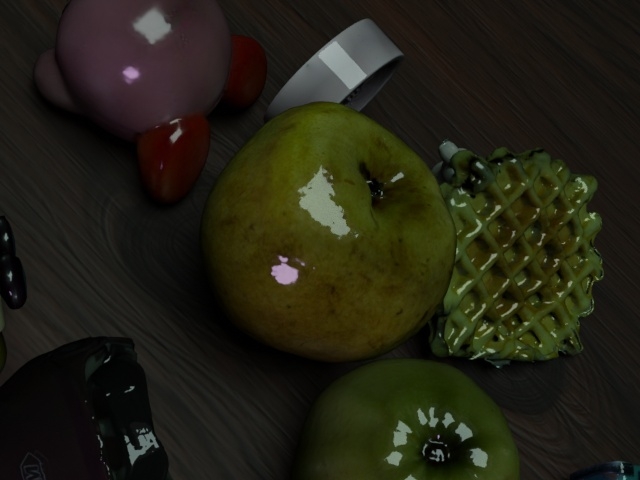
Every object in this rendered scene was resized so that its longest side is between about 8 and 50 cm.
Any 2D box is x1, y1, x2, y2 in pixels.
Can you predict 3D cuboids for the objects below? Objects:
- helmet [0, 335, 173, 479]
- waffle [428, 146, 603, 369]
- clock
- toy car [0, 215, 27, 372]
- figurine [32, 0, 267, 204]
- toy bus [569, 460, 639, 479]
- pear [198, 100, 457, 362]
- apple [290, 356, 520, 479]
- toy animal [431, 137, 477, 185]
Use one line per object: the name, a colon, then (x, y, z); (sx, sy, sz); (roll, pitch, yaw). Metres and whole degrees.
helmet: (-0.263, 0.220, 1.069); (0.177, 0.305, 0.224); (-14, 88, 2)
waffle: (0.257, 0.022, 1.402); (0.317, 0.073, 0.297); (4, 92, -35)
clock: (0.019, -0.201, 1.397); (0.068, 0.197, 0.197); (47, 61, 4)
toy car: (-0.416, 0.094, 1.126); (0.204, 0.198, 0.248); (-10, 33, -18)
figurine: (-0.205, -0.235, 1.325); (0.261, 0.211, 0.269); (35, 60, -2)
toy bus: (0.456, 0.362, 1.344); (0.256, 0.128, 0.147); (11, 65, -17)
pear: (0.000, 0.000, 1.244); (0.304, 0.304, 0.303); (8, 65, -16)
apple: (0.094, 0.261, 1.196); (0.279, 0.279, 0.279); (8, 65, -16)
toy animal: (0.187, -0.093, 1.452); (0.085, 0.124, 0.071); (-18, 80, -22)
